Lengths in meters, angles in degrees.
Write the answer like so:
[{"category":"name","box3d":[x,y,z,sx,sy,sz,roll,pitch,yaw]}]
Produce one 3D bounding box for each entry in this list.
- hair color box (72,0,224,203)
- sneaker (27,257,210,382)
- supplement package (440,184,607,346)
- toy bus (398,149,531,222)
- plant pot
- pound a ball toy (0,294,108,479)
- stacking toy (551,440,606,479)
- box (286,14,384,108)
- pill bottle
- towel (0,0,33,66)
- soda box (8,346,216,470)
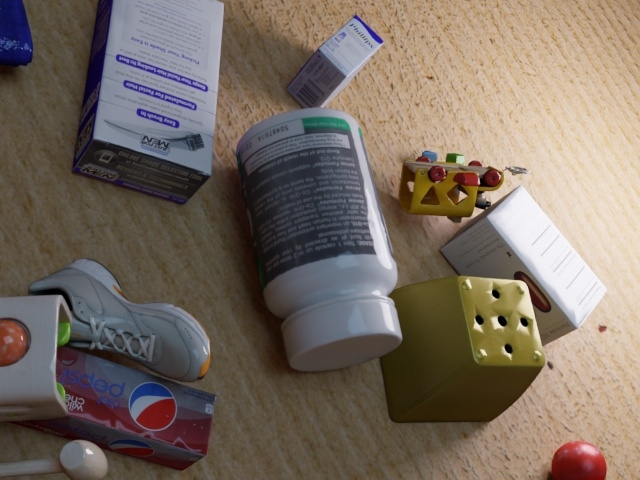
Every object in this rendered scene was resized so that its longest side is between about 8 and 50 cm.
[{"category":"hair color box","box3d":[-0.259,-0.243,1.508,0.185,0.110,0.339,17,56,-26]},{"category":"sneaker","box3d":[-0.265,0.118,1.252,0.262,0.099,0.121,25,22,22]},{"category":"supplement package","box3d":[0.358,0.052,1.723,0.244,0.139,0.134,50,49,1]},{"category":"toy bus","box3d":[0.236,-0.085,1.714,0.191,0.202,0.104,-15,116,-54]},{"category":"plant pot","box3d":[0.231,0.160,1.553,0.212,0.187,0.212,6,63,-31]},{"category":"pound a ball toy","box3d":[-0.404,0.167,1.098,0.319,0.136,0.208,-2,64,-4]},{"category":"stacking toy","box3d":[0.448,0.479,1.562,0.141,0.141,0.330,11,56,-28]},{"category":"box","box3d":[0.025,-0.306,1.712,0.072,0.126,0.137,44,50,-2]},{"category":"pill bottle","box3d":[0.000,0.000,1.479,0.204,0.204,0.361,2,64,-32]},{"category":"towel","box3d":[-0.576,-0.346,1.387,0.308,0.076,0.228,2,58,-32]},{"category":"soda box","box3d":[-0.273,0.215,1.265,0.263,0.083,0.092,22,55,-21]}]
